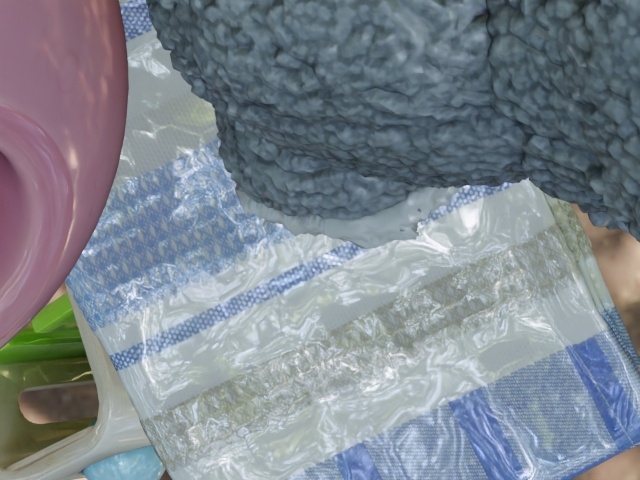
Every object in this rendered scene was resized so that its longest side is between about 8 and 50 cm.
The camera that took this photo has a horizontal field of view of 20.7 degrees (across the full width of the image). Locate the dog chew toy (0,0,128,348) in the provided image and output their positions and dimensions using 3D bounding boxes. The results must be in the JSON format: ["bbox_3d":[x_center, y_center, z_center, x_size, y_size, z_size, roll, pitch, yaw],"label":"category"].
[{"bbox_3d":[-0.201,-0.095,0.547,0.206,0.332,0.206,-26,142,-22],"label":"dog chew toy"}]

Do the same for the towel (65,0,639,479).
[{"bbox_3d":[0.000,0.000,0.734,0.209,0.285,0.034,-26,-175,1],"label":"towel"}]

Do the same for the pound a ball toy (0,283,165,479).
[{"bbox_3d":[-0.090,0.103,1.153,0.208,0.135,0.319,-29,162,37],"label":"pound a ball toy"}]

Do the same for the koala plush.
[{"bbox_3d":[0.055,-0.063,0.387,0.221,0.203,0.196,5,148,19],"label":"koala plush"}]
